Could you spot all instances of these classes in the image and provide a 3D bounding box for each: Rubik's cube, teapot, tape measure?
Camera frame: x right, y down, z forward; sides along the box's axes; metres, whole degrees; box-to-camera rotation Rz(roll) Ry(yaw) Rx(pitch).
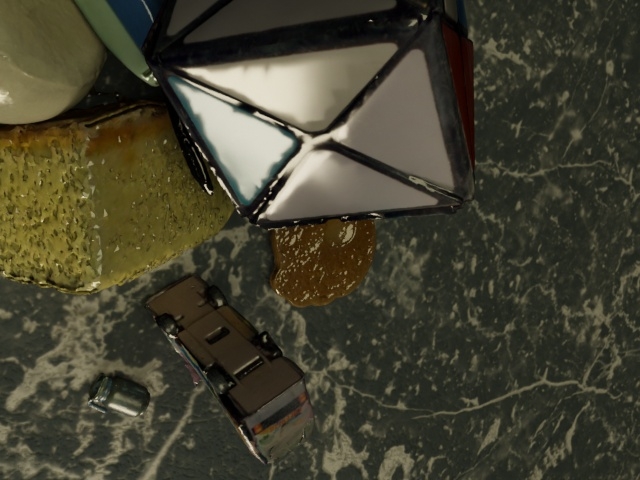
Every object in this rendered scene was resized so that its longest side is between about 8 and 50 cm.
[{"bbox_3d":[0.013,-0.220,0.930,0.305,0.310,0.306,64,28,-52],"label":"Rubik's cube"},{"bbox_3d":[-0.303,0.233,1.181,0.083,0.063,0.049,29,58,-25],"label":"teapot"},{"bbox_3d":[-0.178,-0.243,0.979,0.098,0.215,0.351,-25,104,25],"label":"tape measure"}]

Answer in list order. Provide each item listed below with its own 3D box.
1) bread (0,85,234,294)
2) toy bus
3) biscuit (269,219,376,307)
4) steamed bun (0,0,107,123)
[{"bbox_3d":[-0.292,-0.090,1.096,0.315,0.279,0.248,-35,125,-61],"label":"bread"},{"bbox_3d":[-0.129,0.169,1.098,0.112,0.317,0.138,-30,127,-18],"label":"toy bus"},{"bbox_3d":[0.000,0.000,1.257,0.181,0.049,0.208,-10,106,-22],"label":"biscuit"},{"bbox_3d":[-0.391,-0.262,0.912,0.177,0.283,0.283,-24,118,25],"label":"steamed bun"}]
